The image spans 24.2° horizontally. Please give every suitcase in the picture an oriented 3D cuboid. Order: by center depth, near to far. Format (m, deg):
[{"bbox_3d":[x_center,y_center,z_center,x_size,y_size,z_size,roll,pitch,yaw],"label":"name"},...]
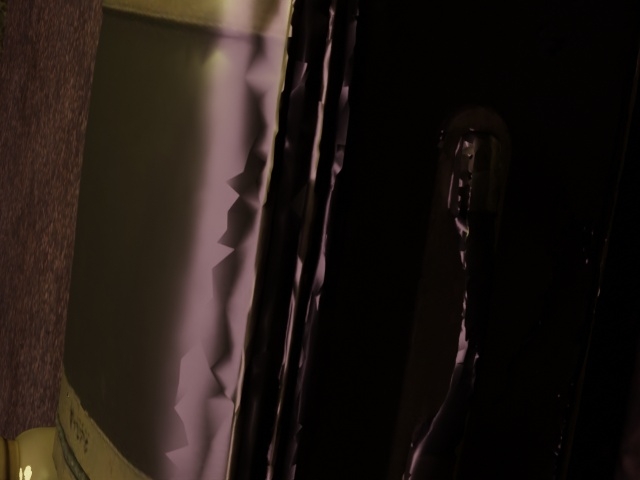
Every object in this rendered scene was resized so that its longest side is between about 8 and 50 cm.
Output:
[{"bbox_3d":[0.000,0.000,0.642,0.283,0.194,0.434,-150,66,-68],"label":"suitcase"}]

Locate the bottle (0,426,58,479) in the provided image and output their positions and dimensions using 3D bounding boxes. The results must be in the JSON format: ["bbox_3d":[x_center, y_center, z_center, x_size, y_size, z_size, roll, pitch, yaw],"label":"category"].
[{"bbox_3d":[-0.174,0.186,1.047,0.097,0.209,0.110,-154,71,-70],"label":"bottle"}]
